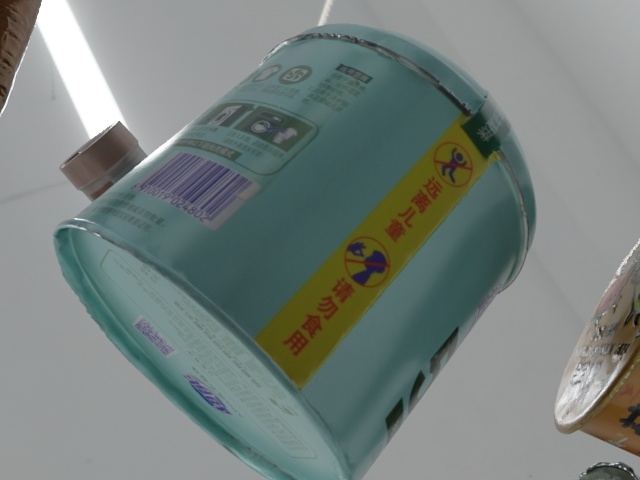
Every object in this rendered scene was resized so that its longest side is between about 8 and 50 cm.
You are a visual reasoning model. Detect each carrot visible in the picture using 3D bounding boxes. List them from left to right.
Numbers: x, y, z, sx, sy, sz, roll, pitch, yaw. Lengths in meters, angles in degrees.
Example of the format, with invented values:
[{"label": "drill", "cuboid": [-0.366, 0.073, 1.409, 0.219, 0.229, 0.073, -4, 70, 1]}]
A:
[{"label": "carrot", "cuboid": [-0.266, -0.127, 0.546, 0.061, 0.061, 0.210, 8, -113, -13]}]

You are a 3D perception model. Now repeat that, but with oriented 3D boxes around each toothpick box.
[{"label": "toothpick box", "cuboid": [-0.248, -0.067, 0.899, 0.149, 0.098, 0.098, 52, -126, -21]}]

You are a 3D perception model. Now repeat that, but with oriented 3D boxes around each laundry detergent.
[{"label": "laundry detergent", "cuboid": [0.000, 0.000, 0.567, 0.287, 0.287, 0.305, 40, -117, 7]}]

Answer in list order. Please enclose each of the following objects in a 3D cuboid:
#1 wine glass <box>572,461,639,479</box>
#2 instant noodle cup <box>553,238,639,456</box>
[{"label": "wine glass", "cuboid": [0.386, 0.344, 0.747, 0.232, 0.156, 0.156, 23, -124, -15]}, {"label": "instant noodle cup", "cuboid": [0.309, 0.096, 0.542, 0.172, 0.216, 0.216, 29, -124, 12]}]
